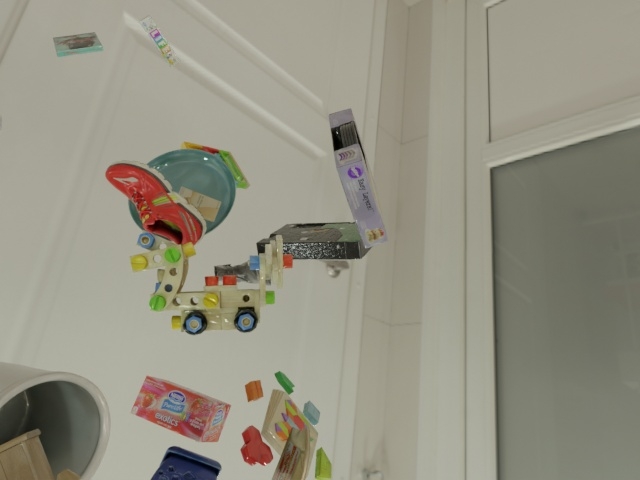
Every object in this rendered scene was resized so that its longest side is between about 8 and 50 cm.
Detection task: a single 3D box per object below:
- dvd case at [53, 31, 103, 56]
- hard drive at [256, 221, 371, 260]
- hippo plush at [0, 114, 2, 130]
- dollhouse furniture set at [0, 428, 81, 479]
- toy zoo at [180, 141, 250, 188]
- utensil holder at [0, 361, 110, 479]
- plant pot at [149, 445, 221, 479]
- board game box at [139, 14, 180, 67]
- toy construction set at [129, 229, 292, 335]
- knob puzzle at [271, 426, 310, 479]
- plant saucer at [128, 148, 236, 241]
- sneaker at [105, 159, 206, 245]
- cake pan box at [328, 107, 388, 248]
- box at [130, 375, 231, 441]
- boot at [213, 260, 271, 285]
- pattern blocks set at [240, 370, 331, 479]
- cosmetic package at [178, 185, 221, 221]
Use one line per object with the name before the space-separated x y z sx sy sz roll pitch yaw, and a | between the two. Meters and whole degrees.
dvd case | -0.499 -0.403 1.013 0.087 0.119 0.013 -17 129 -20
hard drive | 0.000 0.000 1.565 0.339 0.064 0.237 -2 -164 22
hippo plush | -0.751 -0.201 0.919 0.294 0.236 0.234 32 141 -18
dollhouse furniture set | -0.540 0.418 0.711 0.304 0.173 0.355 -26 171 -5
toy zoo | -0.422 -0.292 1.921 0.030 0.192 0.293 -44 156 26
utensil holder | -0.786 0.471 1.236 0.386 0.327 0.328 0 157 34
plant pot | -0.476 0.859 1.687 0.236 0.212 0.235 23 120 -6
board game box | -0.354 -0.441 1.087 0.026 0.154 0.103 -34 121 -2
toy construction set | -0.213 0.081 1.001 0.328 0.214 0.151 -2 177 7
knob puzzle | -0.050 0.419 0.843 0.030 0.213 0.213 26 155 -7
plant saucer | -0.409 -0.133 1.478 0.318 0.317 0.043 6 156 3
sneaker | -0.403 -0.082 1.190 0.279 0.118 0.107 39 132 -12
cake pan box | 0.089 -0.158 1.206 0.070 0.245 0.266 -17 129 8
box | -0.500 0.608 1.782 0.300 0.142 0.154 13 162 20
boot | -0.306 0.126 1.915 0.223 0.118 0.338 -1 168 -8
pattern blocks set | -0.066 0.422 1.095 0.026 0.324 0.285 -37 109 12
cosmetic package | -0.336 -0.098 1.351 0.115 0.060 0.041 20 171 -13
